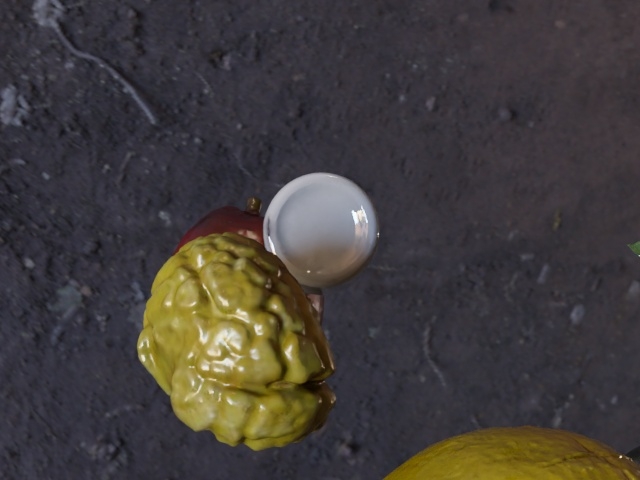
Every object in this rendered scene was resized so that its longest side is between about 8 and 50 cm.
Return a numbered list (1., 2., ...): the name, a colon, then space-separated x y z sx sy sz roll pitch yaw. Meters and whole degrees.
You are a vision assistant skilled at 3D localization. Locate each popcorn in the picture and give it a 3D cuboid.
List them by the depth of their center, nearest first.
1. popcorn: -0.071 0.100 1.079 0.203 0.226 0.200 9 97 -56

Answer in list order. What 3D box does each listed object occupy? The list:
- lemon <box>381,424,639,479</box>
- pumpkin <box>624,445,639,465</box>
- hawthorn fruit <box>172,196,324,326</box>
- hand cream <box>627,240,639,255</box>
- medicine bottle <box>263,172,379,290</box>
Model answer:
1. lemon: 0.158 0.281 0.796 0.297 0.297 0.297 -16 117 -33
2. pumpkin: 0.467 0.360 1.480 0.167 0.125 0.167 0 90 -43
3. hawthorn fruit: -0.117 0.072 1.645 0.265 0.265 0.307 37 56 -42
4. hand cream: 0.522 0.010 1.486 0.175 0.095 0.045 -6 99 7
5. medicine bottle: 0.000 0.000 1.372 0.144 0.145 0.252 -55 176 -7
